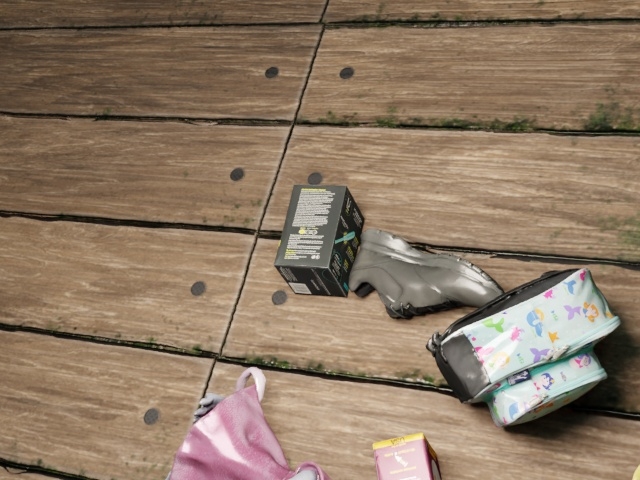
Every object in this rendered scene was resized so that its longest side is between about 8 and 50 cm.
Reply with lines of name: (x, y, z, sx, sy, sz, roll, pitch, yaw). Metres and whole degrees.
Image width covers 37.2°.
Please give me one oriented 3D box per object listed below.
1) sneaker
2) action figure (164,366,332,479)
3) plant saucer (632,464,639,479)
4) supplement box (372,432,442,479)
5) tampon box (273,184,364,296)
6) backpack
sneaker: (0.172, 0.079, 1.560, 0.286, 0.109, 0.130, 18, 78, 36)
action figure: (-0.052, 0.401, 1.433, 0.370, 0.248, 0.276, 24, 28, 18)
plant saucer: (0.528, 0.484, 1.186, 0.333, 0.081, 0.333, 12, 66, 27)
supplement box: (0.138, 0.389, 1.374, 0.081, 0.104, 0.188, -16, 57, 11)
tampon box: (0.000, 0.000, 1.646, 0.101, 0.120, 0.161, 3, 62, 21)
backpack: (0.310, 0.153, 1.382, 0.253, 0.225, 0.191, -33, 77, -6)
